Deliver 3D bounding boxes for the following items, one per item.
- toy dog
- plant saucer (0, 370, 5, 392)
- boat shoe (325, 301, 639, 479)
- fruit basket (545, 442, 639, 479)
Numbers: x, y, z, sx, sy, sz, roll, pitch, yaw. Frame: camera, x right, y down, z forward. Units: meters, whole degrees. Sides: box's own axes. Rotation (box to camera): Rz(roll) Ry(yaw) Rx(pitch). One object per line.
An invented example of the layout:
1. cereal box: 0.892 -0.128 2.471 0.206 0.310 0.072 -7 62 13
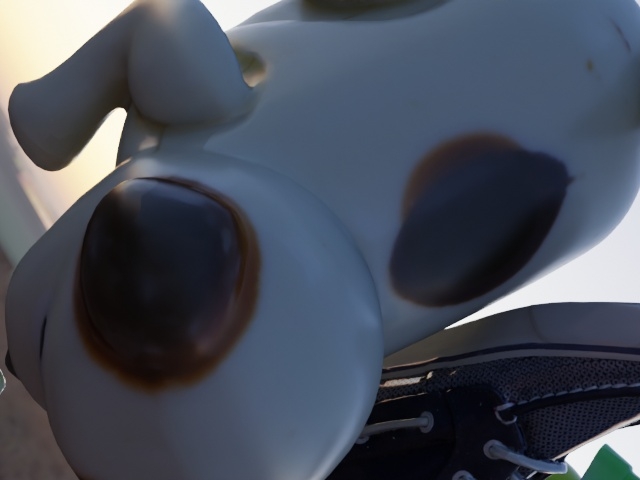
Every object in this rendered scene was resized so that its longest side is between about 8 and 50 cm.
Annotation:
1. toy dog: 0.000 0.000 0.983 0.395 0.408 0.285 24 -41 28
2. plant saucer: -0.532 0.138 1.898 0.333 0.081 0.333 47 23 -14
3. boat shoe: 0.101 0.136 1.038 0.127 0.340 0.158 25 63 -44
4. fruit basket: 0.216 0.345 1.699 0.392 0.283 0.392 28 -26 15
